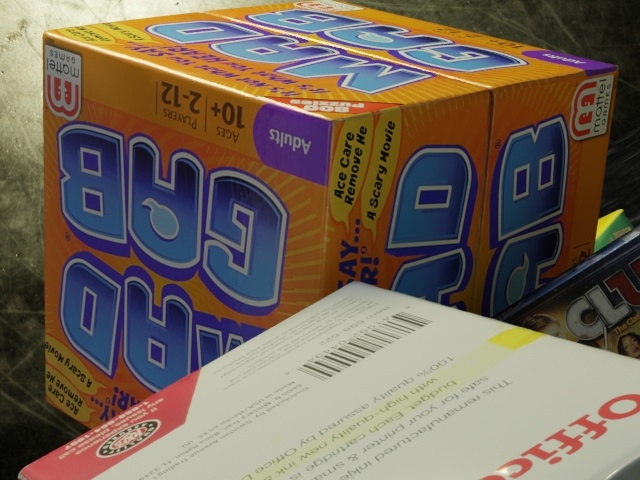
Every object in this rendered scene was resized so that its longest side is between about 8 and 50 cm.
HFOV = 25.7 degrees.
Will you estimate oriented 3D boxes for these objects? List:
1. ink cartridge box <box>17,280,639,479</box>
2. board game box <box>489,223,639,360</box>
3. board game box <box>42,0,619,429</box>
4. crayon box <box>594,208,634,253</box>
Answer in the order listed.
[{"bbox_3d":[0.030,0.175,0.798,0.279,0.160,0.384,-27,17,-22],"label":"ink cartridge box"},{"bbox_3d":[0.244,0.089,1.095,0.243,0.165,0.042,-33,3,6],"label":"board game box"},{"bbox_3d":[0.000,0.000,1.253,0.356,0.357,0.356,21,26,41],"label":"board game box"},{"bbox_3d":[0.193,0.127,1.618,0.313,0.106,0.363,-29,5,38],"label":"crayon box"}]
